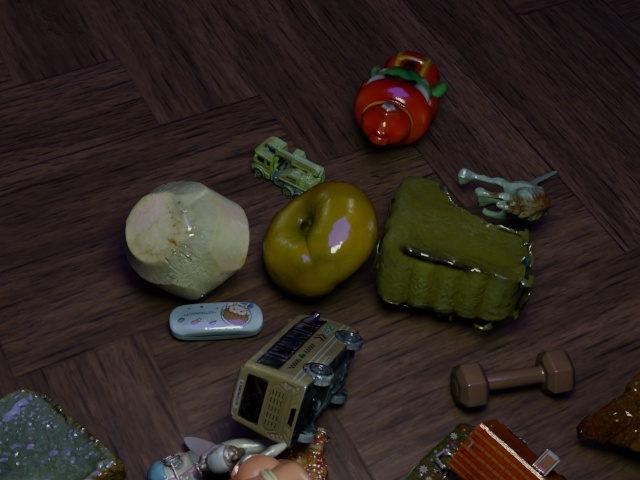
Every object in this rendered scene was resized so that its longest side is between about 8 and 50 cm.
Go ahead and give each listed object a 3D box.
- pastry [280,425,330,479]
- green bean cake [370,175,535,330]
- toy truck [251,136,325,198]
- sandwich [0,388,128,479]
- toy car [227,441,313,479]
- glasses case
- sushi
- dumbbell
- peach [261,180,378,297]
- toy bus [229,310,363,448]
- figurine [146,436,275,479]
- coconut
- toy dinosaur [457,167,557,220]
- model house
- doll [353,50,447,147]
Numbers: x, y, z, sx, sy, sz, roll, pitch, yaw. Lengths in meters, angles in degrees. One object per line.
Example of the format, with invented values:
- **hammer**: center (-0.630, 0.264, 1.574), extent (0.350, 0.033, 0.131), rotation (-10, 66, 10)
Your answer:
- **pastry**: center (-0.031, 0.398, 1.789), extent (0.087, 0.063, 0.169), rotation (5, 47, 0)
- **green bean cake**: center (0.265, 0.034, 2.042), extent (0.310, 0.202, 0.285), rotation (16, 39, 6)
- **toy truck**: center (-0.065, -0.158, 2.210), extent (0.169, 0.100, 0.077), rotation (34, 54, 20)
- **sandwich**: center (-0.513, 0.402, 1.710), extent (0.271, 0.099, 0.301), rotation (34, 57, 21)
- **toy car**: center (-0.111, 0.452, 1.607), extent (0.270, 0.180, 0.212), rotation (-27, 91, -23)
- **glasses case**: center (-0.199, 0.154, 1.977), extent (0.178, 0.045, 0.067), rotation (-2, 52, -8)
- **sushi**: center (0.629, 0.329, 1.861), extent (0.296, 0.179, 0.167), rotation (-7, 27, -30)
- **dumbbell**: center (0.357, 0.258, 1.925), extent (0.231, 0.092, 0.082), rotation (-7, 80, -11)
- **peach**: center (0.000, 0.000, 2.011), extent (0.251, 0.153, 0.251), rotation (-27, 43, 29)
- **toy bus**: center (-0.039, 0.234, 1.806), extent (0.157, 0.139, 0.289), rotation (21, 23, 14)
- **figurine**: center (-0.168, 0.382, 1.728), extent (0.260, 0.205, 0.103), rotation (-20, 95, -19)
- **coconut**: center (-0.250, 0.001, 1.992), extent (0.241, 0.241, 0.241), rotation (3, 51, -3)
- **toy dinosaur**: center (0.409, -0.097, 2.180), extent (0.205, 0.092, 0.393), rotation (15, 13, 37)
- **model house**: center (0.302, 0.424, 1.740), extent (0.207, 0.154, 0.294), rotation (-35, 62, -30)
- **doll**: center (0.166, -0.296, 2.295), extent (0.183, 0.160, 0.363), rotation (19, 33, 7)
